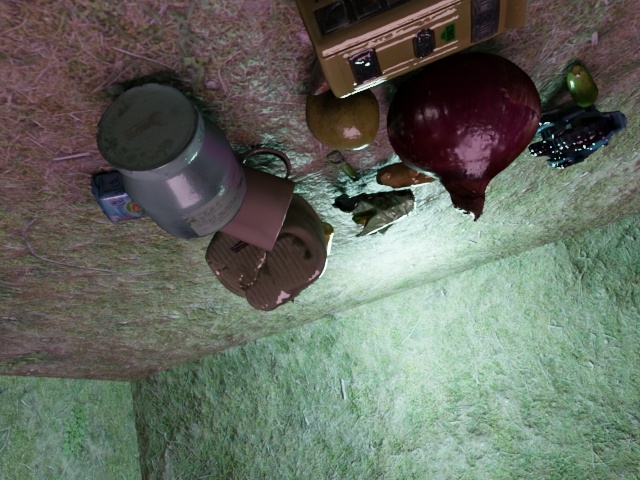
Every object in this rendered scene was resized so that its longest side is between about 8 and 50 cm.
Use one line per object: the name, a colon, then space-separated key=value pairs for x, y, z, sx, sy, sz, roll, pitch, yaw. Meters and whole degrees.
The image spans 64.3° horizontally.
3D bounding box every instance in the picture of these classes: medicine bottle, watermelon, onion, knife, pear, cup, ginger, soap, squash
medicine bottle: x=-0.307 y=-0.162 z=1.071 sx=0.245 sy=0.245 sz=0.290 roll=-16 pitch=160 yaw=2
watermelon: x=0.045 y=-0.365 z=1.037 sx=0.180 sy=0.094 sz=0.081 roll=-36 pitch=152 yaw=10
onion: x=0.327 y=-0.227 z=1.173 sx=0.348 sy=0.385 sz=0.348 roll=0 pitch=165 yaw=0
knife: x=0.067 y=-0.213 z=1.520 sx=0.054 sy=0.015 sz=0.212 roll=-22 pitch=158 yaw=17
pear: x=0.052 y=-0.281 z=1.136 sx=0.167 sy=0.167 sz=0.136 roll=-14 pitch=132 yaw=-5
cup: x=-0.177 y=-0.123 z=1.307 sx=0.200 sy=0.253 sz=0.191 roll=21 pitch=180 yaw=-7
ginger: x=0.379 y=-0.242 z=1.528 sx=0.348 sy=0.122 sz=0.363 roll=-15 pitch=171 yaw=-25
soap: x=-0.430 y=-0.124 z=1.304 sx=0.293 sy=0.077 sz=0.156 roll=-12 pitch=159 yaw=-12
squash: x=0.711 y=-0.422 z=1.384 sx=0.066 sy=0.066 sz=0.201 roll=-27 pitch=155 yaw=27

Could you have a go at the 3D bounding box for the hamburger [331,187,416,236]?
hamburger: x=0.178 y=-0.084 z=1.625 sx=0.276 sy=0.150 sz=0.260 roll=-6 pitch=-175 yaw=-6

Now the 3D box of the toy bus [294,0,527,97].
toy bus: x=0.153 y=-0.399 z=0.861 sx=0.365 sy=0.202 sz=0.177 roll=-20 pitch=157 yaw=10

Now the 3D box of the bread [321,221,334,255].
bread: x=0.000 y=0.000 z=1.924 sx=0.092 sy=0.074 sz=0.239 roll=-10 pitch=158 yaw=-9

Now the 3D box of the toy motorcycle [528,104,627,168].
toy motorcycle: x=0.761 y=-0.322 z=1.489 sx=0.232 sy=0.172 sz=0.416 roll=-22 pitch=180 yaw=10

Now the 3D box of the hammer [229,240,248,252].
hammer: x=-0.312 y=-0.042 z=1.466 sx=0.290 sy=0.137 sz=0.037 roll=4 pitch=167 yaw=24

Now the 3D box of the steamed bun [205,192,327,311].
steamed bun: x=-0.144 y=0.028 z=1.575 sx=0.367 sy=0.342 sz=0.255 roll=-38 pitch=174 yaw=21
